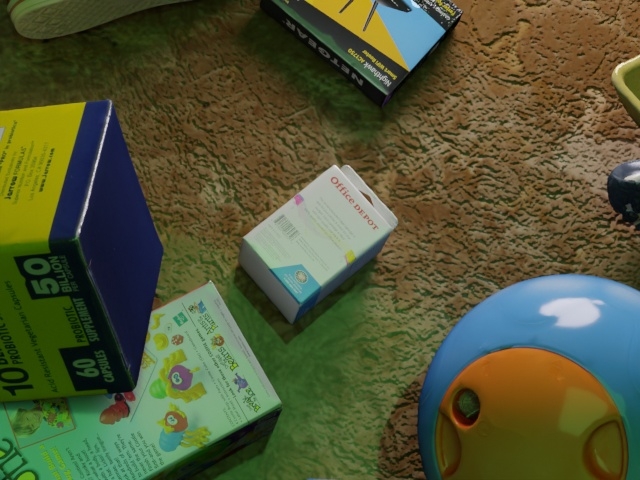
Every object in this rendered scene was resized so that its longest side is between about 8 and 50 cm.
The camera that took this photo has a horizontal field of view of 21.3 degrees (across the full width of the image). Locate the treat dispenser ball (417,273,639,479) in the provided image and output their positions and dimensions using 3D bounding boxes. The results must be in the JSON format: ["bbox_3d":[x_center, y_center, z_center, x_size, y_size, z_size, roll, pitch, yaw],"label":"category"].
[{"bbox_3d":[0.235,0.176,1.612,0.288,0.288,0.288,2,74,-5],"label":"treat dispenser ball"}]

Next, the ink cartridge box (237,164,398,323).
[{"bbox_3d":[0.000,0.000,1.741,0.143,0.090,0.092,-38,81,-15],"label":"ink cartridge box"}]

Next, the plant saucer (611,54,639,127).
[{"bbox_3d":[0.500,-0.093,1.728,0.332,0.081,0.333,-28,68,-25],"label":"plant saucer"}]

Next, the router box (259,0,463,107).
[{"bbox_3d":[0.044,-0.250,1.839,0.179,0.046,0.133,40,74,6],"label":"router box"}]

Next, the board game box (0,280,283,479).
[{"bbox_3d":[-0.194,0.178,1.643,0.275,0.142,0.144,-27,78,-13],"label":"board game box"}]

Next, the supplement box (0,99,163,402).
[{"bbox_3d":[-0.348,0.021,1.566,0.356,0.194,0.195,-6,42,11],"label":"supplement box"}]

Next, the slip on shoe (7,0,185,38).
[{"bbox_3d":[-0.176,-0.307,1.801,0.331,0.123,0.101,-16,72,-5],"label":"slip on shoe"}]

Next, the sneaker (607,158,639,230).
[{"bbox_3d":[0.433,-0.077,1.814,0.283,0.110,0.122,-1,62,-13],"label":"sneaker"}]

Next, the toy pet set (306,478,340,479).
[{"bbox_3d":[0.016,0.297,1.670,0.122,0.065,0.114,12,73,-3],"label":"toy pet set"}]
